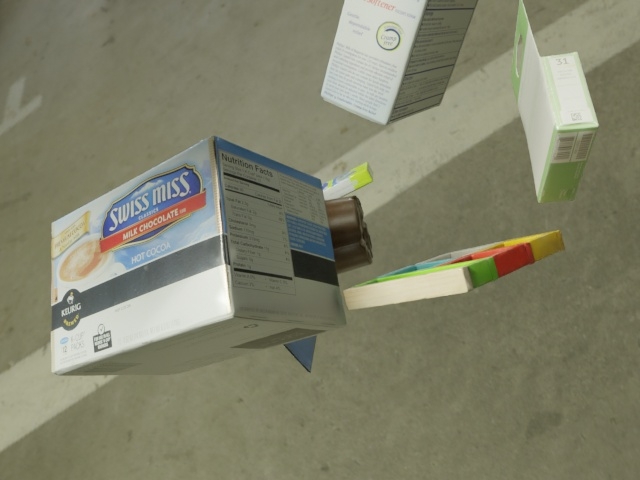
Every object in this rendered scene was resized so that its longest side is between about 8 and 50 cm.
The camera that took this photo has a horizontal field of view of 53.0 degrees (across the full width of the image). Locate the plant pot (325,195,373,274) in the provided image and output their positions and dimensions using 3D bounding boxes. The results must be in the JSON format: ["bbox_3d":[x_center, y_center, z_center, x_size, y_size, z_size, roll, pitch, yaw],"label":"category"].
[{"bbox_3d":[0.000,0.000,1.136,0.165,0.167,0.167,-13,47,9],"label":"plant pot"}]

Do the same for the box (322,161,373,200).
[{"bbox_3d":[0.054,-0.144,1.705,0.178,0.042,0.109,-26,14,12],"label":"box"}]

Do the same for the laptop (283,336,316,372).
[{"bbox_3d":[-0.072,0.062,1.697,0.382,0.236,0.408,-78,4,-76],"label":"laptop"}]

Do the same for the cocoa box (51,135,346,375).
[{"bbox_3d":[-0.179,0.044,0.896,0.347,0.231,0.228,-20,69,32],"label":"cocoa box"}]

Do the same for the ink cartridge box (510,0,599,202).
[{"bbox_3d":[0.310,-0.193,0.874,0.056,0.171,0.235,-5,61,9],"label":"ink cartridge box"}]

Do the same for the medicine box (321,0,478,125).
[{"bbox_3d":[0.157,-0.387,1.183,0.149,0.289,0.263,28,30,21],"label":"medicine box"}]

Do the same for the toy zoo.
[{"bbox_3d":[0.197,0.034,0.871,0.192,0.293,0.030,-15,90,47],"label":"toy zoo"}]
